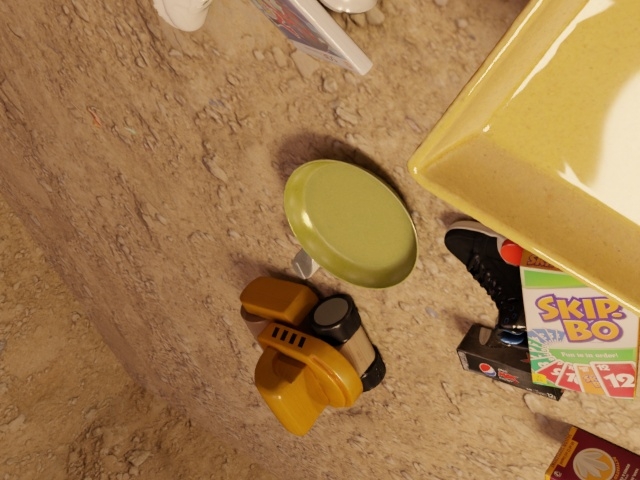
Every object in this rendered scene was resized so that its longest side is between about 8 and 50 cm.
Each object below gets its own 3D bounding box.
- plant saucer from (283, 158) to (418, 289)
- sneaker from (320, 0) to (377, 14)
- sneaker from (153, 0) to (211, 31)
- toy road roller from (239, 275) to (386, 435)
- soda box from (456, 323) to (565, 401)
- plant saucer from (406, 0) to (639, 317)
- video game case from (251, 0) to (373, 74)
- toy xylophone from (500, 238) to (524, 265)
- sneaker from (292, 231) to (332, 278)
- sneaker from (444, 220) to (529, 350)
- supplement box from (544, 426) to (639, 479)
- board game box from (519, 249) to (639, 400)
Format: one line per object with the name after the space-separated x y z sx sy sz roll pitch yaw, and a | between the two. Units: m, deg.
0.051 -0.029 1.160 0.240 0.037 0.241 22 136 23 | plant saucer
-0.011 -0.374 0.741 0.297 0.111 0.129 44 142 -18 | sneaker
-0.158 -0.351 0.967 0.094 0.090 0.235 28 152 7 | sneaker
-0.056 0.233 1.489 0.329 0.240 0.203 13 140 44 | toy road roller
0.298 0.186 1.155 0.168 0.060 0.053 14 143 42 | soda box
0.292 -0.100 0.599 0.332 0.081 0.333 30 134 -6 | plant saucer
-0.047 -0.276 0.859 0.201 0.023 0.183 40 -179 -34 | video game case
0.320 -0.013 0.810 0.236 0.081 0.323 16 143 17 | toy xylophone
0.000 0.000 1.295 0.053 0.061 0.152 43 135 15 | sneaker
0.238 0.065 0.993 0.216 0.121 0.079 31 149 20 | sneaker
0.464 0.391 1.182 0.188 0.104 0.081 20 145 35 | supplement box
0.301 0.094 0.859 0.124 0.039 0.260 6 138 26 | board game box
